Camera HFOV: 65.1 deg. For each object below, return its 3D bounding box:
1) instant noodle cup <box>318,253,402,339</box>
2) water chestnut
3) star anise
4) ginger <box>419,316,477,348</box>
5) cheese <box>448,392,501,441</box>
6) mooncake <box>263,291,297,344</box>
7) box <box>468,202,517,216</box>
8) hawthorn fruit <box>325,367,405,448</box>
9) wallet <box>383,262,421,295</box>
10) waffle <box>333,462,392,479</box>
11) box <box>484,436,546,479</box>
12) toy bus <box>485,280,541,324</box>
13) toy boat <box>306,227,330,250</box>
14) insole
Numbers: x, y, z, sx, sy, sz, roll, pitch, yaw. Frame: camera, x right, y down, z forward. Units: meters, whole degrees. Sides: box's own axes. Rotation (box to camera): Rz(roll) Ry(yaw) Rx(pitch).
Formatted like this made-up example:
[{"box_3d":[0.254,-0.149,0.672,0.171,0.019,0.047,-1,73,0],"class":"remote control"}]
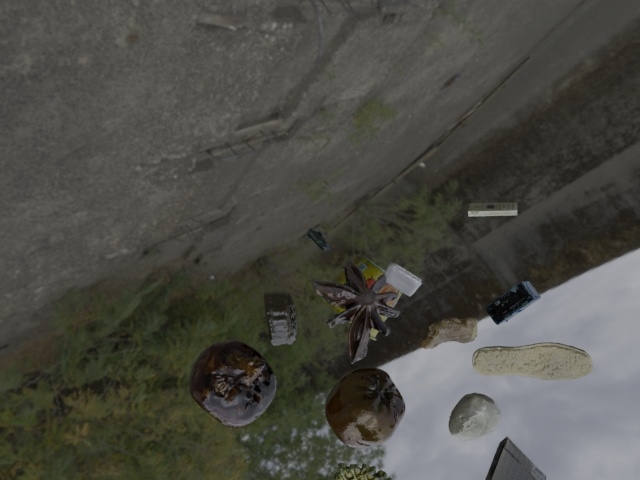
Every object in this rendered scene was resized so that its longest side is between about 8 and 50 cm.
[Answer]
[{"box_3d":[0.181,0.226,2.124,0.254,0.325,0.325,-52,176,-3],"class":"instant noodle cup"},{"box_3d":[-0.315,0.526,1.888,0.335,0.335,0.347,-31,177,-43],"class":"water chestnut"},{"box_3d":[0.095,0.163,1.283,0.198,0.257,0.111,-26,148,-16],"class":"star anise"},{"box_3d":[0.445,0.318,1.756,0.213,0.137,0.074,-13,-143,17],"class":"ginger"},{"box_3d":[0.611,0.685,1.956,0.189,0.154,0.198,2,125,-49],"class":"cheese"},{"box_3d":[-0.162,0.320,2.073,0.124,0.228,0.228,-7,172,-4],"class":"mooncake"},{"box_3d":[0.625,-0.113,1.819,0.166,0.024,0.090,0,-157,21],"class":"box"},{"box_3d":[0.146,0.606,1.790,0.267,0.268,0.301,-29,169,-50],"class":"hawthorn fruit"},{"box_3d":[0.274,0.131,1.693,0.032,0.124,0.183,-53,169,-19],"class":"wallet"},{"box_3d":[0.129,0.807,1.575,0.054,0.207,0.214,-26,129,-80],"class":"waffle"},{"box_3d":[0.641,0.793,1.645,0.047,0.180,0.325,-53,161,24],"class":"box"},{"box_3d":[0.741,0.241,1.932,0.106,0.090,0.185,-1,143,-48],"class":"toy bus"},{"box_3d":[0.000,0.000,2.187,0.060,0.141,0.055,-46,146,2],"class":"toy boat"},{"box_3d":[0.456,0.262,1.085,0.247,0.081,0.011,-2,177,8],"class":"insole"}]
